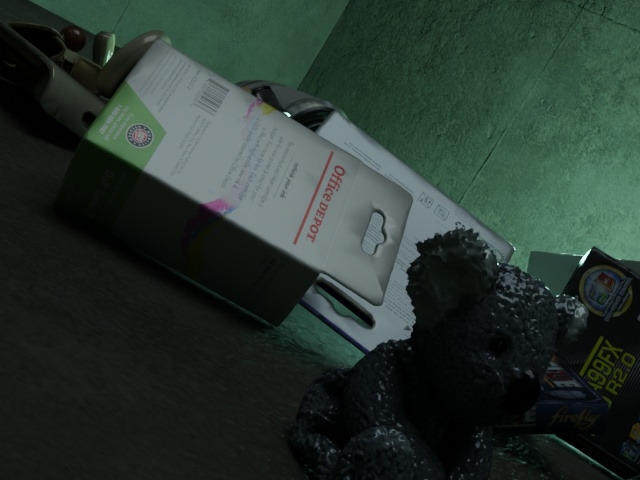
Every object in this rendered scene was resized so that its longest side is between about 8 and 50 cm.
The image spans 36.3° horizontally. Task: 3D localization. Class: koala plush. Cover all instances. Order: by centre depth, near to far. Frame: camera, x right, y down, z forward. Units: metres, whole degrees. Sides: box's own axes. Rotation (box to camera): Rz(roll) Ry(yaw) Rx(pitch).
[{"bbox_3d":[0.102,0.108,0.760,0.196,0.221,0.203,27,9,-29],"label":"koala plush"}]

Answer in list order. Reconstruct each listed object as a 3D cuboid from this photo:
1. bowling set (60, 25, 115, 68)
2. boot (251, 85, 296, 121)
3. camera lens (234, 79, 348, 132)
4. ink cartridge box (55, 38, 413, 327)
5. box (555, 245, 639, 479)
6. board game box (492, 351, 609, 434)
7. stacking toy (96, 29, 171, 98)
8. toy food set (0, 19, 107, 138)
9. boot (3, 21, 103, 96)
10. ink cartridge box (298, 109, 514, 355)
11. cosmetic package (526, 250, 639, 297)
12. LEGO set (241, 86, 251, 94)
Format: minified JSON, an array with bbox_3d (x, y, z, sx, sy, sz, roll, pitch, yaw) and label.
[{"bbox_3d":[-0.442,-0.349,2.014,0.200,0.154,0.287,12,12,-6],"label":"bowling set"},{"bbox_3d":[-0.074,-0.093,1.434,0.222,0.118,0.338,38,26,-6],"label":"boot"},{"bbox_3d":[-0.081,-0.198,1.963,0.219,0.219,0.274,25,3,-41],"label":"camera lens"},{"bbox_3d":[-0.086,-0.048,1.099,0.353,0.119,0.207,30,44,-8],"label":"ink cartridge box"},{"bbox_3d":[0.422,0.176,1.429,0.216,0.270,0.060,33,-19,8],"label":"box"},{"bbox_3d":[0.247,0.183,1.260,0.165,0.042,0.243,1,12,-6],"label":"board game box"},{"bbox_3d":[-0.195,-0.165,1.530,0.330,0.141,0.141,49,8,1],"label":"stacking toy"},{"bbox_3d":[-0.410,-0.219,1.445,0.306,0.092,0.220,38,-1,35],"label":"toy food set"},{"bbox_3d":[-0.448,-0.307,1.668,0.213,0.077,0.165,21,-7,-24],"label":"boot"},{"bbox_3d":[0.066,0.021,1.273,0.324,0.071,0.330,38,47,-1],"label":"ink cartridge box"},{"bbox_3d":[0.451,0.150,1.609,0.224,0.225,0.138,7,-12,40],"label":"cosmetic package"},{"bbox_3d":[-0.251,-0.224,1.821,0.107,0.132,0.287,16,-10,-43],"label":"LEGO set"}]
